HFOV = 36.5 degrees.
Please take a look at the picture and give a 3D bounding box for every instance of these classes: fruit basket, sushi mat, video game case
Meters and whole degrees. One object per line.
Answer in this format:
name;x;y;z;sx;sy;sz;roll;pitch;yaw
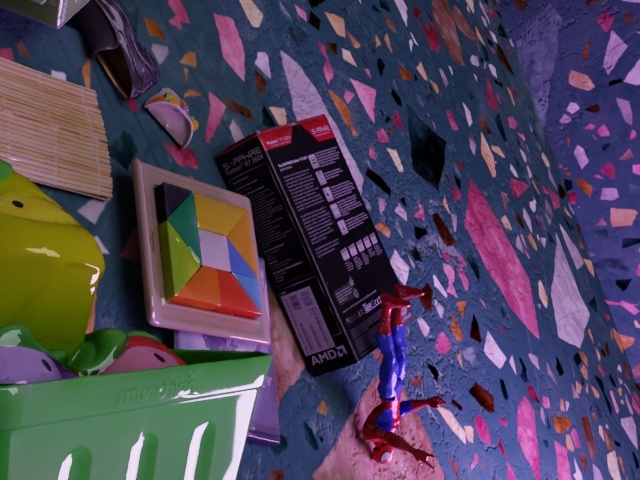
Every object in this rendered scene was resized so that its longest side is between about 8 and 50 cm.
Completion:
fruit basket;-0.252;0.094;0.901;0.392;0.283;0.392;7;82;-57
sushi mat;-0.362;-0.142;1.098;0.316;0.019;0.151;15;56;-55
video game case;-0.132;0.122;1.282;0.196;0.026;0.274;27;48;-48

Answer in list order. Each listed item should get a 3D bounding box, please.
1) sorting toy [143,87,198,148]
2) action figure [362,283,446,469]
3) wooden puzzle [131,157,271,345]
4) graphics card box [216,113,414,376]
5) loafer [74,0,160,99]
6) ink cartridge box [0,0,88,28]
sorting toy;-0.205;-0.184;1.371;0.083;0.045;0.075;49;15;-28
action figure;0.138;0.221;1.444;0.091;0.139;0.280;-26;129;-58
wooden puzzle;-0.146;0.017;1.263;0.238;0.044;0.221;21;52;-51
graphics card box;0.000;0.000;1.510;0.233;0.094;0.371;-28;93;-61
loafer;-0.278;-0.263;1.277;0.170;0.062;0.061;53;37;-20
ink cartridge box;-0.339;-0.316;1.162;0.109;0.062;0.209;21;38;0
